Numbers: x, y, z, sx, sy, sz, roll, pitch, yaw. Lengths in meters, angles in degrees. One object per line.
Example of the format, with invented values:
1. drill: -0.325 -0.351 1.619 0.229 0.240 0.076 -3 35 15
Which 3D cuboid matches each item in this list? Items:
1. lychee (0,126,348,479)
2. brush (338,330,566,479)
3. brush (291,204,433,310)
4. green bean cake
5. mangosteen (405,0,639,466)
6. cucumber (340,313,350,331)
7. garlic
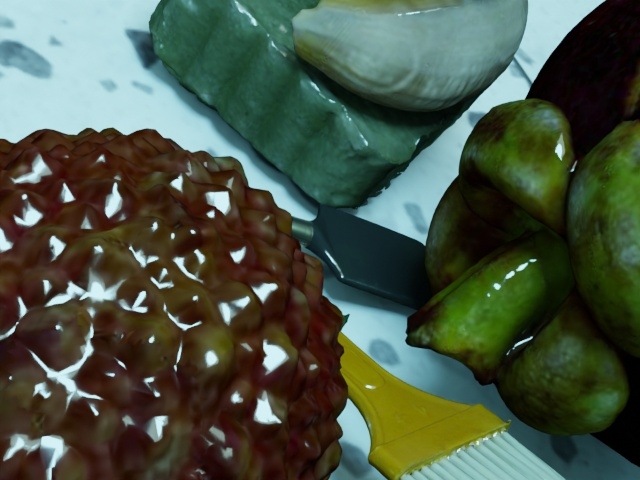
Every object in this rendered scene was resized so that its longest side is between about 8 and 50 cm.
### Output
1. lychee: -0.124 0.086 0.777 0.264 0.300 0.264 41 -4 3
2. brush: 0.006 0.059 0.983 0.090 0.017 0.314 -15 44 -45
3. brush: 0.000 0.000 1.095 0.193 0.016 0.063 22 36 -36
4. green bean cake: 0.005 -0.122 1.179 0.185 0.094 0.183 42 40 6
5. mangosteen: 0.206 0.000 1.042 0.347 0.307 0.307 -9 57 -29
6. cucumber: -0.056 0.094 0.967 0.070 0.046 0.220 33 38 0
7. garlic: 0.073 -0.136 1.121 0.101 0.087 0.195 38 42 13
